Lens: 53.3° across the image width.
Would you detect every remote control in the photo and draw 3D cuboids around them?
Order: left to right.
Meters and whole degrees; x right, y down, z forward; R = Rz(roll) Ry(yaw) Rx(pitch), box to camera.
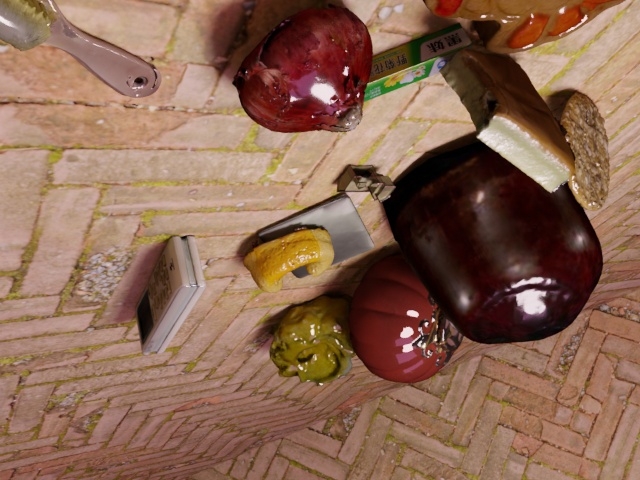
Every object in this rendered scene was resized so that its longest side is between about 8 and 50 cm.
[{"bbox_3d":[-0.287,0.108,1.186,0.055,0.103,0.277,1,147,-32],"label":"remote control"}]

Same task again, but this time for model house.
[{"bbox_3d":[0.078,-0.096,1.120,0.083,0.057,0.058,-4,145,-35],"label":"model house"}]

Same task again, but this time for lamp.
[{"bbox_3d":[0.199,0.177,1.468,0.257,0.303,0.303,4,174,40],"label":"lamp"}]

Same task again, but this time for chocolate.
[{"bbox_3d":[0.339,0.034,1.226,0.383,0.331,0.384,-13,157,-5],"label":"chocolate"}]

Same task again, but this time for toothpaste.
[{"bbox_3d":[0.118,-0.243,0.881,0.178,0.043,0.037,-21,151,0],"label":"toothpaste"}]

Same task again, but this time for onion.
[{"bbox_3d":[-0.009,-0.190,0.773,0.184,0.147,0.184,-31,162,-11],"label":"onion"}]

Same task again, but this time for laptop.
[{"bbox_3d":[0.000,0.000,1.290,0.187,0.015,0.269,-24,154,6],"label":"laptop"}]

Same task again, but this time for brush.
[{"bbox_3d":[-0.274,-0.204,0.644,0.072,0.067,0.313,-31,154,18],"label":"brush"}]

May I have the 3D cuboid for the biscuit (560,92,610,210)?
[{"bbox_3d":[0.479,-0.159,1.149,0.033,0.220,0.220,-5,170,42],"label":"biscuit"}]

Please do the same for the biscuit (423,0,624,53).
[{"bbox_3d":[0.295,-0.367,0.757,0.381,0.074,0.359,-26,152,3],"label":"biscuit"}]

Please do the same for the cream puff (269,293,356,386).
[{"bbox_3d":[0.001,0.265,1.612,0.282,0.185,0.282,-20,157,-9],"label":"cream puff"}]

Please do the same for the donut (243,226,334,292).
[{"bbox_3d":[-0.055,0.037,1.223,0.181,0.078,0.146,-14,157,-12],"label":"donut"}]

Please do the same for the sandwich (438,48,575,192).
[{"bbox_3d":[0.245,-0.206,0.881,0.212,0.245,0.063,25,128,-36],"label":"sandwich"}]
